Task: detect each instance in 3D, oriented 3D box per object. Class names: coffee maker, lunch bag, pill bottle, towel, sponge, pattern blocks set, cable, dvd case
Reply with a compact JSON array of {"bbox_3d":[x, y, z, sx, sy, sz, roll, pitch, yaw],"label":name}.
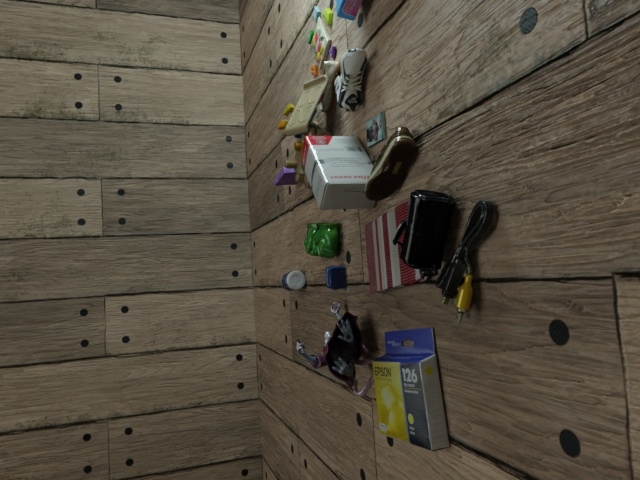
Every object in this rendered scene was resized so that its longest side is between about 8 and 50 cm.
[{"bbox_3d":[0.268,-0.025,1.216,0.171,0.120,0.178,-134,47,-62],"label":"coffee maker"},{"bbox_3d":[0.057,0.146,1.917,0.065,0.067,0.098,-175,82,-71],"label":"lunch bag"},{"bbox_3d":[-0.141,0.201,2.453,0.169,0.094,0.094,157,109,-69],"label":"pill bottle"},{"bbox_3d":[0.222,0.025,1.483,0.329,0.037,0.236,148,120,-66],"label":"towel"},{"bbox_3d":[-0.143,-0.306,2.373,0.210,0.117,0.031,151,113,-69],"label":"sponge"},{"bbox_3d":[0.000,-0.808,2.049,0.324,0.026,0.285,-112,27,-45],"label":"pattern blocks set"},{"bbox_3d":[0.341,0.041,1.150,0.139,0.072,0.287,-96,22,-72],"label":"cable"},{"bbox_3d":[0.178,-0.355,1.600,0.119,0.013,0.087,172,95,-70],"label":"dvd case"}]

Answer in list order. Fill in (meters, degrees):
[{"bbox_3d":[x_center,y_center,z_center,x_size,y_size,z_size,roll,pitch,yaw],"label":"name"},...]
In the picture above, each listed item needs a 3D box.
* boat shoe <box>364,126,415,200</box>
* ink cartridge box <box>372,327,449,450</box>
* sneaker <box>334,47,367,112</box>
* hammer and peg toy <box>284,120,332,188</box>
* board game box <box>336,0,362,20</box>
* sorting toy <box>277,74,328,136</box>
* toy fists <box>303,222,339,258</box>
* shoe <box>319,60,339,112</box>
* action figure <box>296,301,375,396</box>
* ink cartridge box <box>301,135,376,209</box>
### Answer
[{"bbox_3d":[0.203,-0.223,1.449,0.257,0.095,0.095,122,156,-49],"label":"boat shoe"},{"bbox_3d":[0.240,0.413,1.419,0.304,0.072,0.306,144,120,-68],"label":"ink cartridge box"},{"bbox_3d":[0.108,-0.518,1.665,0.235,0.094,0.152,136,128,-65],"label":"sneaker"},{"bbox_3d":[-0.037,-0.360,2.050,0.361,0.128,0.265,-125,40,-58],"label":"hammer and peg toy"},{"bbox_3d":[0.125,-0.906,1.564,0.316,0.064,0.242,121,152,-57],"label":"board game box"},{"bbox_3d":[-0.072,-0.525,1.990,0.307,0.041,0.228,12,80,63],"label":"sorting toy"},{"bbox_3d":[0.000,0.000,2.028,0.279,0.096,0.142,-176,83,-69],"label":"toy fists"},{"bbox_3d":[0.021,-0.606,1.957,0.219,0.059,0.076,106,154,-42],"label":"shoe"},{"bbox_3d":[0.084,0.383,1.794,0.276,0.248,0.370,40,165,6],"label":"action figure"},{"bbox_3d":[0.065,-0.230,1.659,0.272,0.197,0.114,-110,25,-43],"label":"ink cartridge box"}]
